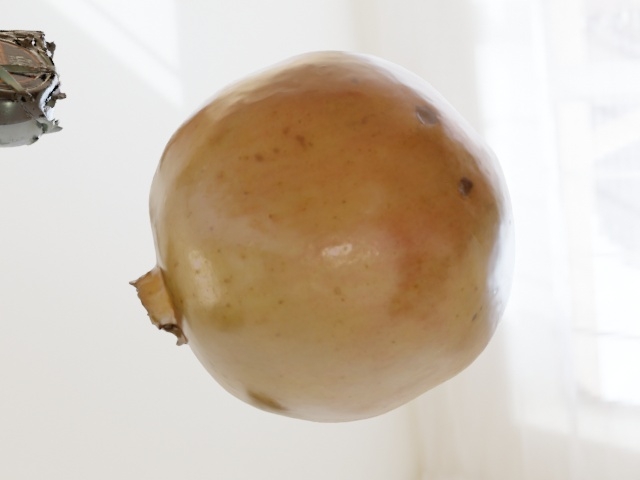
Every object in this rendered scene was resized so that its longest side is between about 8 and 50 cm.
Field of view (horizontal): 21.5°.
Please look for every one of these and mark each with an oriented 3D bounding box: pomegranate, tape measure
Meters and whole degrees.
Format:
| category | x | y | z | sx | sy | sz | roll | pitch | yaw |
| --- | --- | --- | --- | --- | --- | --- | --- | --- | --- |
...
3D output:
| category | x | y | z | sx | sy | sz | roll | pitch | yaw |
| --- | --- | --- | --- | --- | --- | --- | --- | --- | --- |
| pomegranate | 0.004 | 0.001 | 0.833 | 0.191 | 0.191 | 0.191 | -4 | -173 | 1 |
| tape measure | -0.206 | -0.099 | 1.056 | 0.091 | 0.054 | 0.094 | 6 | -145 | -18 |
